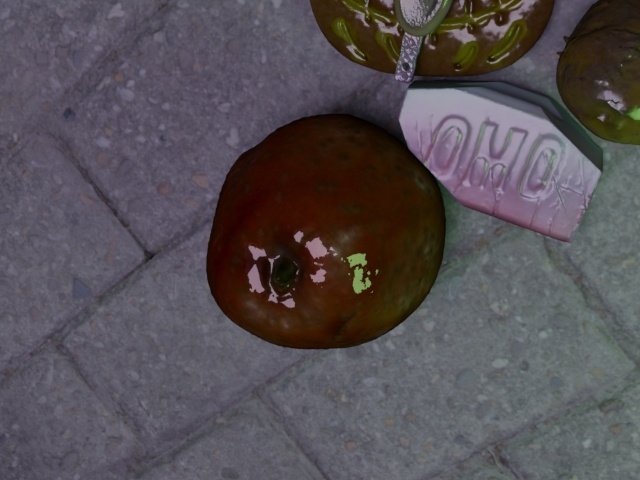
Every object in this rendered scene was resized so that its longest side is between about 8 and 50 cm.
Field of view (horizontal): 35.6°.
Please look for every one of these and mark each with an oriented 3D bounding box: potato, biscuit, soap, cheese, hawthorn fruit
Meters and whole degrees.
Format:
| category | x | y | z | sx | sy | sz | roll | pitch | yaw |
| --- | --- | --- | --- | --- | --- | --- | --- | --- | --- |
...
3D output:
| category | x | y | z | sx | sy | sz | roll | pitch | yaw |
| --- | --- | --- | --- | --- | --- | --- | --- | --- | --- |
| potato | 0.437 | -0.233 | 1.397 | 0.229 | 0.266 | 0.229 | 9 | 117 | 19 |
| biscuit | 0.161 | -0.424 | 1.534 | 0.394 | 0.070 | 0.350 | 0 | 110 | 22 |
| soap | 0.276 | -0.145 | 1.564 | 0.323 | 0.109 | 0.193 | 21 | 114 | 8 |
| cheese | 0.147 | -0.332 | 1.515 | 0.097 | 0.037 | 0.192 | 19 | 118 | 15 |
| hawthorn fruit | 0.000 | 0.000 | 1.586 | 0.402 | 0.403 | 0.403 | 7 | 112 | 18 |
